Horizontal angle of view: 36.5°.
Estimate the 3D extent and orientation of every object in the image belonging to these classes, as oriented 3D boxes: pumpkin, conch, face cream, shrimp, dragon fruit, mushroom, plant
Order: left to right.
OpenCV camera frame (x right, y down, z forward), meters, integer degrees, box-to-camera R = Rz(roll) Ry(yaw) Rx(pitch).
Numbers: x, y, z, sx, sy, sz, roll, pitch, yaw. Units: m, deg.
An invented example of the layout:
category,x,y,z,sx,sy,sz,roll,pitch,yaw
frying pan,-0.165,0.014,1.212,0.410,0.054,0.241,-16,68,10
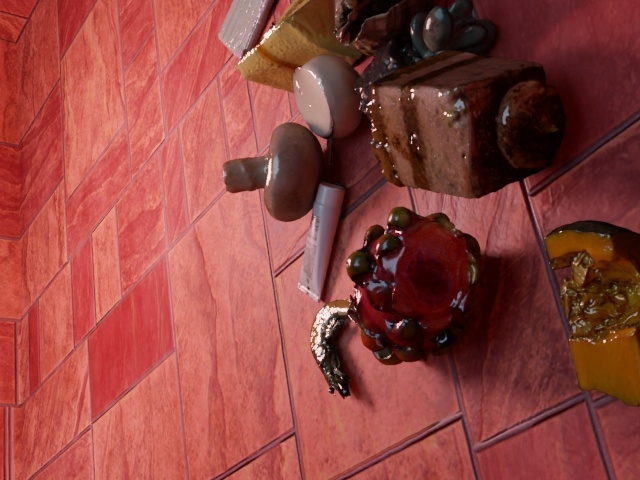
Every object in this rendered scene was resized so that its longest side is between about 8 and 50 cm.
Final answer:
category,x,y,z,sx,sy,sz,roll,pitch,yaw
mushroom,-0.084,-0.142,2.036,0.209,0.206,0.207,-4,78,33
face cream,0.000,0.000,2.002,0.092,0.058,0.244,33,114,55
shrimp,0.038,0.203,1.896,0.150,0.051,0.217,-51,39,26
conch,0.120,-0.420,1.832,0.210,0.159,0.291,-1,42,22
dragon fruit,0.145,0.090,1.596,0.227,0.243,0.307,33,109,14
plant,0.188,-0.316,1.728,0.274,0.146,0.149,-41,68,41
pumpkin,0.407,0.089,1.319,0.131,0.126,0.248,-7,95,48

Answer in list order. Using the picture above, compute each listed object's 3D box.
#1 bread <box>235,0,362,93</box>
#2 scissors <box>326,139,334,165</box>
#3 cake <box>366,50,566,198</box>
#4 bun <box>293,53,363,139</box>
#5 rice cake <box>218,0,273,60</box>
category,x,y,z,sx,sy,sz,roll,pitch,yaw
bread,-0.051,-0.475,2.091,0.263,0.198,0.236,-25,55,54
scissors,0.021,-0.214,2.059,0.058,0.014,0.119,-31,53,50
cake,0.236,-0.175,1.523,0.293,0.198,0.196,22,129,52
bun,0.032,-0.295,1.965,0.173,0.119,0.173,52,156,36
rice cake,-0.186,-0.565,2.443,0.189,0.037,0.198,52,125,49
